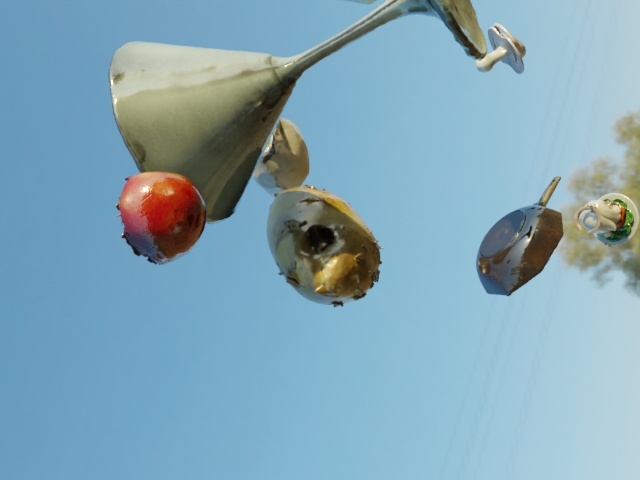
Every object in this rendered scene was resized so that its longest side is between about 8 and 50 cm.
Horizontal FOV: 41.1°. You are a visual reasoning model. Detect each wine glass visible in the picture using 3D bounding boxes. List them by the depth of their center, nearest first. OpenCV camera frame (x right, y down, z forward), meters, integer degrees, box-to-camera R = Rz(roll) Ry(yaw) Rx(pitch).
[{"bbox_3d":[-0.021,-0.215,1.039,0.267,0.406,0.267,48,-151,-37],"label":"wine glass"}]

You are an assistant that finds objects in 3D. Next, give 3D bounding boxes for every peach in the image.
[{"bbox_3d":[-0.155,-0.026,0.863,0.098,0.061,0.098,14,-110,-45],"label":"peach"}]

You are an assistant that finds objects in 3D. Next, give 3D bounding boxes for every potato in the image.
[{"bbox_3d":[0.000,0.000,1.265,0.173,0.140,0.300,39,-168,-16],"label":"potato"}]

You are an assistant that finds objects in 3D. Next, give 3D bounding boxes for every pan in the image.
[{"bbox_3d":[0.250,-0.015,1.104,0.048,0.128,0.202,42,-149,-14],"label":"pan"}]

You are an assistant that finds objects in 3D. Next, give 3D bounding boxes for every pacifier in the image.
[{"bbox_3d":[0.280,-0.298,1.356,0.081,0.078,0.099,57,-179,-40],"label":"pacifier"}]

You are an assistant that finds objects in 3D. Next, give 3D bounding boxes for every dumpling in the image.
[{"bbox_3d":[-0.070,-0.164,1.545,0.176,0.092,0.150,51,-142,-40],"label":"dumpling"}]

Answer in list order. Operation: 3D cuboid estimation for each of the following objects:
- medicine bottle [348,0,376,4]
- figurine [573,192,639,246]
[{"bbox_3d":[0.040,-0.631,2.004,0.212,0.121,0.122,2,-90,-30],"label":"medicine bottle"},{"bbox_3d":[0.672,-0.049,2.045,0.153,0.132,0.132,-1,-87,-45],"label":"figurine"}]
